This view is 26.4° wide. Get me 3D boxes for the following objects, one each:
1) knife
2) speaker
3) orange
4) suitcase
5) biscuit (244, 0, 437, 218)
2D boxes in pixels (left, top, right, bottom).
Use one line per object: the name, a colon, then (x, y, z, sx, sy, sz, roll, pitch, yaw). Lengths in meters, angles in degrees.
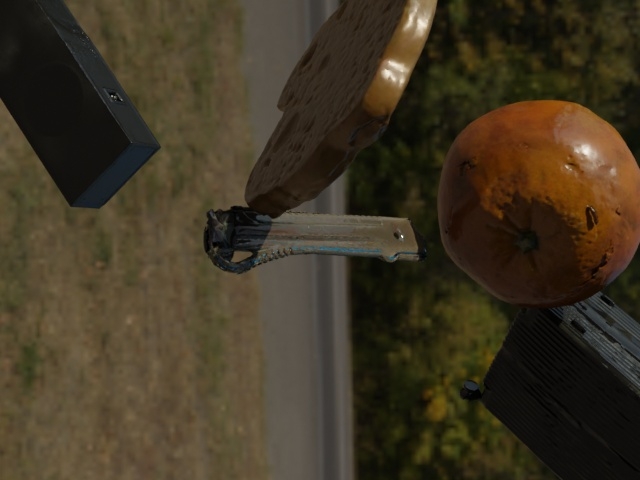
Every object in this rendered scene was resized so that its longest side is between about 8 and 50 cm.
knife: (-0.004, 0.002, 1.723, 0.043, 0.365, 0.089, -28, -111, 46)
speaker: (-0.221, -0.133, 1.107, 0.218, 0.082, 0.044, 56, 22, 18)
orange: (0.294, -0.048, 1.831, 0.226, 0.284, 0.284, -49, 141, -56)
suitcase: (0.393, 0.231, 1.952, 0.335, 0.152, 0.230, 43, -49, 29)
biscuit: (0.028, -0.182, 1.593, 0.351, 0.057, 0.312, -46, -158, 39)
